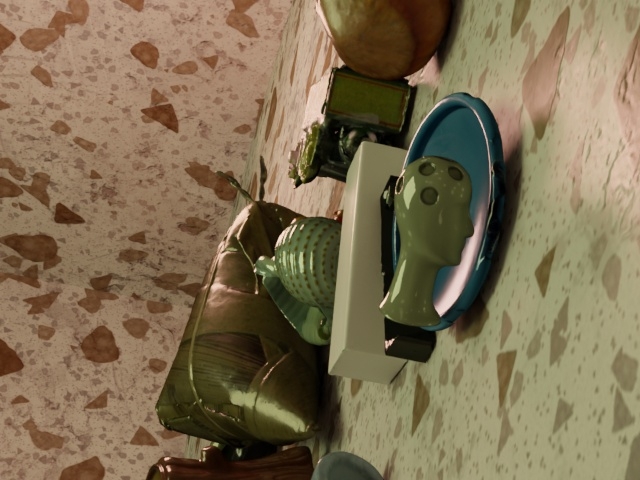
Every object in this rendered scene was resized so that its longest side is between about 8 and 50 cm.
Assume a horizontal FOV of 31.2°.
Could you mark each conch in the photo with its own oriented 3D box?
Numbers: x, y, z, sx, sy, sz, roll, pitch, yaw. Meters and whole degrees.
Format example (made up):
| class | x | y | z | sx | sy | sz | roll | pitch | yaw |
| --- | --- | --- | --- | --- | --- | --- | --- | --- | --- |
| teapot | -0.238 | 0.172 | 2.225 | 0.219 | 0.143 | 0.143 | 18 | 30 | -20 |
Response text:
| class | x | y | z | sx | sy | sz | roll | pitch | yaw |
| --- | --- | --- | --- | --- | --- | --- | --- | --- | --- |
| conch | 0.000 | 0.043 | 1.595 | 0.200 | 0.131 | 0.172 | 26 | 146 | 61 |

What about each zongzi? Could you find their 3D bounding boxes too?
| class | x | y | z | sx | sy | sz | roll | pitch | yaw |
| --- | --- | --- | --- | --- | --- | --- | --- | --- | --- |
| zongzi | -0.040 | 0.089 | 1.823 | 0.467 | 0.218 | 0.499 | -12 | 57 | 57 |

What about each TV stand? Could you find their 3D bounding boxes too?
| class | x | y | z | sx | sy | sz | roll | pitch | yaw |
| --- | --- | --- | --- | --- | --- | --- | --- | --- | --- |
| TV stand | 0.098 | 0.028 | 1.309 | 0.256 | 0.049 | 0.040 | -87 | 14 | -45 |

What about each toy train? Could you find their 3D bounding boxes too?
| class | x | y | z | sx | sy | sz | roll | pitch | yaw |
| --- | --- | --- | --- | --- | --- | --- | --- | --- | --- |
| toy train | 0.036 | -0.152 | 1.631 | 0.261 | 0.134 | 0.177 | -177 | 99 | -80 |

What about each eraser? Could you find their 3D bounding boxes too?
| class | x | y | z | sx | sy | sz | roll | pitch | yaw |
| --- | --- | --- | --- | --- | --- | --- | --- | --- | --- |
| eraser | 0.067 | 0.023 | 1.409 | 0.076 | 0.078 | 0.298 | 116 | 164 | -57 |

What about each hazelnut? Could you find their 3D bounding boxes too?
| class | x | y | z | sx | sy | sz | roll | pitch | yaw |
| --- | --- | --- | --- | --- | --- | --- | --- | --- | --- |
| hazelnut | 0.080 | -0.296 | 1.460 | 0.182 | 0.182 | 0.182 | -168 | 90 | -81 |

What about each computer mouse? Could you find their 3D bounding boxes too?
| class | x | y | z | sx | sy | sz | roll | pitch | yaw |
| --- | --- | --- | --- | --- | --- | --- | --- | --- | --- |
| computer mouse | -0.111 | 0.337 | 2.104 | 0.217 | 0.074 | 0.122 | -79 | 8 | -50 |

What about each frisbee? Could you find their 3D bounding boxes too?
| class | x | y | z | sx | sy | sz | roll | pitch | yaw |
| --- | --- | --- | --- | --- | --- | --- | --- | --- | --- |
| frisbee | 0.134 | -0.027 | 1.153 | 0.242 | 0.045 | 0.242 | -171 | 90 | -72 |

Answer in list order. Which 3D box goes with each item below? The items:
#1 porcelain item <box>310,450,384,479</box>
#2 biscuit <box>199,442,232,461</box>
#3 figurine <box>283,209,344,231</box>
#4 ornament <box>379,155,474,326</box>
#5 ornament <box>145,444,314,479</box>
| class | x | y | z | sx | sy | sz | roll | pitch | yaw |
| --- | --- | --- | --- | --- | --- | --- | --- | --- | --- |
| porcelain item | -0.014 | 0.362 | 1.330 | 0.141 | 0.141 | 0.259 | -93 | 26 | -57 |
| biscuit | -0.181 | 0.399 | 2.215 | 0.099 | 0.038 | 0.322 | -58 | -8 | 1 |
| figurine | 0.002 | -0.003 | 1.728 | 0.122 | 0.121 | 0.176 | -45 | -17 | 3 |
| ornament | 0.101 | -0.002 | 1.071 | 0.075 | 0.081 | 0.156 | -27 | -49 | -67 |
| ornament | -0.129 | 0.391 | 1.597 | 0.235 | 0.218 | 0.221 | -151 | 70 | -69 |
